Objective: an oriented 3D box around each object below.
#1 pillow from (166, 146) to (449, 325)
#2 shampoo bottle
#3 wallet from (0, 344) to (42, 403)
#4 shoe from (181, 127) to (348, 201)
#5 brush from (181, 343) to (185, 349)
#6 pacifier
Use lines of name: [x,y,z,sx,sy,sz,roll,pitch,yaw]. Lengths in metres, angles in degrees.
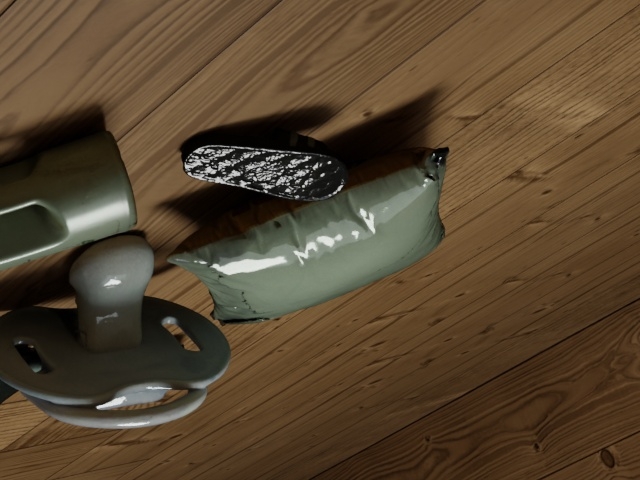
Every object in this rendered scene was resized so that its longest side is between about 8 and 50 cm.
pillow: [0.000,0.000,1.770,0.310,0.119,0.312,-18,165,0]
shampoo bottle: [-0.281,-0.017,1.375,0.234,0.087,0.118,-19,168,-12]
wallet: [-0.473,0.210,1.968,0.172,0.045,0.318,-11,163,-40]
shoe: [-0.053,-0.085,1.555,0.179,0.049,0.071,8,139,-28]
brush: [-0.216,0.169,2.235,0.043,0.032,0.193,-22,178,-18]
pacifier: [-0.218,0.086,1.724,0.279,0.227,0.207,-7,118,-33]
